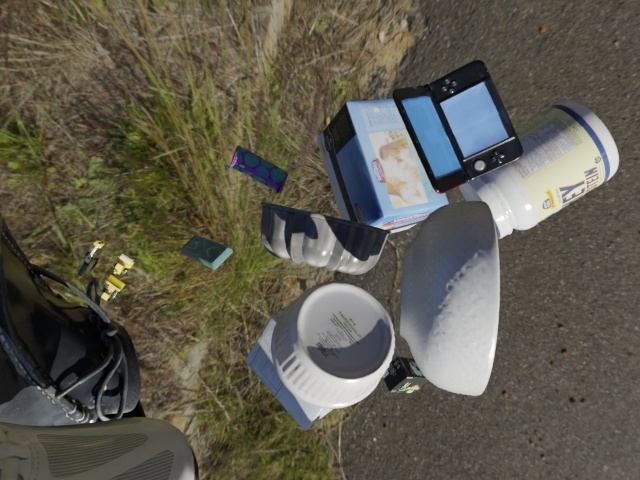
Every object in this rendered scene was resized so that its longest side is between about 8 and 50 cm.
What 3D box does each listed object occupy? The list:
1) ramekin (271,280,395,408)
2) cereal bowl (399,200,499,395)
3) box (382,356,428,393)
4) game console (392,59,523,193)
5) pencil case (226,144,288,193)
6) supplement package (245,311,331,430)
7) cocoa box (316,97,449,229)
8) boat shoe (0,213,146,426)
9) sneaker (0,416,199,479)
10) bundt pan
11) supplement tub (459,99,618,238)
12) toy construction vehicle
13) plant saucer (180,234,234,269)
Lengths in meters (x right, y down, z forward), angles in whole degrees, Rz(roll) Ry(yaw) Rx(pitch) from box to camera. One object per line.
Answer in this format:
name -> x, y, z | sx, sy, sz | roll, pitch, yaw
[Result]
ramekin -> 0.027, 0.167, 0.788 | 0.206, 0.109, 0.207 | 8, 59, -13
cereal bowl -> 0.218, 0.096, 0.845 | 0.141, 0.339, 0.340 | 3, 98, 10
box -> 0.184, 0.292, 1.013 | 0.083, 0.052, 0.062 | 18, 124, -39
game console -> 0.178, -0.148, 0.597 | 0.124, 0.085, 0.144 | -24, 90, 17
pencil case -> -0.158, -0.180, 1.197 | 0.151, 0.070, 0.065 | 28, 122, -14
supplement package -> -0.016, 0.267, 1.051 | 0.203, 0.194, 0.149 | 42, 118, 24
cocoa box -> 0.171, -0.205, 1.362 | 0.231, 0.228, 0.348 | -12, 78, -26
boat shoe -> -0.290, 0.133, 0.518 | 0.155, 0.187, 0.501 | -13, 141, -21
sneaker -> -0.221, 0.100, 0.189 | 0.169, 0.447, 0.258 | 16, 100, 35
bundt pan -> 0.000, 0.000, 1.141 | 0.330, 0.331, 0.124 | 13, 91, 1
supplement tub -> 0.545, -0.175, 1.202 | 0.324, 0.235, 0.236 | -34, 94, 7
toy construction vehicle -> -0.384, 0.054, 0.826 | 0.085, 0.035, 0.098 | 39, 111, -12
plant saucer -> -0.285, 0.023, 1.151 | 0.067, 0.192, 0.018 | -48, 127, -21
